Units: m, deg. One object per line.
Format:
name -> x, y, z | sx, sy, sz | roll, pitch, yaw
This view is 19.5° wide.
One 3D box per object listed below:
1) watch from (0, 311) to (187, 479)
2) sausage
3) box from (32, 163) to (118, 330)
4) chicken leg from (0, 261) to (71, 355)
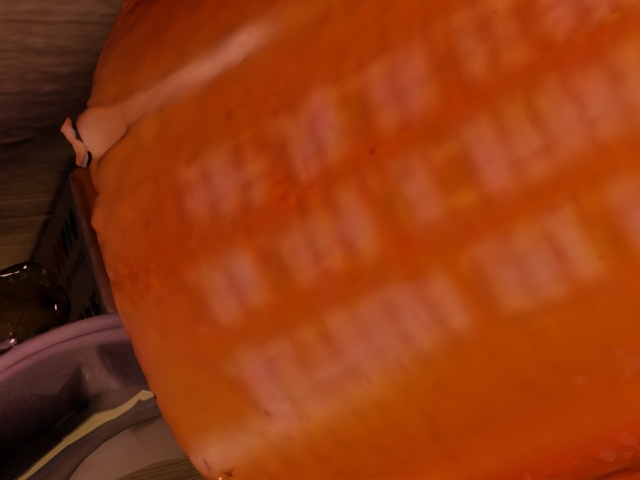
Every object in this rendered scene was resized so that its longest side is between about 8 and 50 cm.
watch -> -0.049, 0.124, 0.704 | 0.231, 0.244, 0.196 | -25, 141, 2
sausage -> 0.113, -0.041, 0.511 | 0.287, 0.233, 0.233 | -25, 169, 37
box -> 0.000, 0.000, 0.922 | 0.274, 0.091, 0.221 | -16, 170, -16
chicken leg -> -0.224, 0.097, 0.882 | 0.212, 0.140, 0.361 | -9, 172, -16
